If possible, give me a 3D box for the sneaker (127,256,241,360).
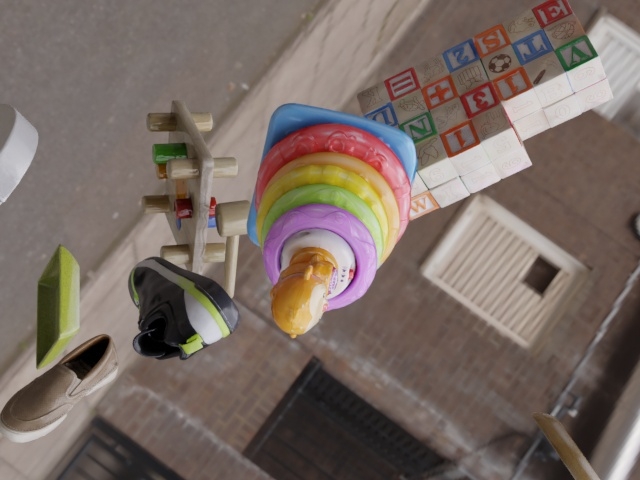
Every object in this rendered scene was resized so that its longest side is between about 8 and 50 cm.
[{"bbox_3d":[-0.180,0.080,1.059,0.097,0.084,0.235,-42,-158,-23],"label":"sneaker"}]

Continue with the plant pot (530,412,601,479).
[{"bbox_3d":[0.399,0.355,1.441,0.032,0.236,0.236,-34,178,5],"label":"plant pot"}]

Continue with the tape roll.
[{"bbox_3d":[-0.755,-0.123,1.971,0.392,0.072,0.392,-25,-143,21],"label":"tape roll"}]

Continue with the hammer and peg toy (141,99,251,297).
[{"bbox_3d":[-0.236,-0.064,1.744,0.361,0.127,0.266,-121,-146,-49],"label":"hammer and peg toy"}]

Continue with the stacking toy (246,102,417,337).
[{"bbox_3d":[0.000,0.000,0.894,0.302,0.166,0.175,-75,180,-65],"label":"stacking toy"}]

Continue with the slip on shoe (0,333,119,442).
[{"bbox_3d":[-0.237,0.132,0.870,0.135,0.051,0.041,-32,146,-46],"label":"slip on shoe"}]

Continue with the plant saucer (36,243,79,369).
[{"bbox_3d":[-0.491,0.128,1.790,0.188,0.045,0.188,-43,-133,52],"label":"plant saucer"}]

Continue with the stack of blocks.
[{"bbox_3d":[0.212,-0.170,1.223,0.297,0.171,0.087,-25,141,13],"label":"stack of blocks"}]
